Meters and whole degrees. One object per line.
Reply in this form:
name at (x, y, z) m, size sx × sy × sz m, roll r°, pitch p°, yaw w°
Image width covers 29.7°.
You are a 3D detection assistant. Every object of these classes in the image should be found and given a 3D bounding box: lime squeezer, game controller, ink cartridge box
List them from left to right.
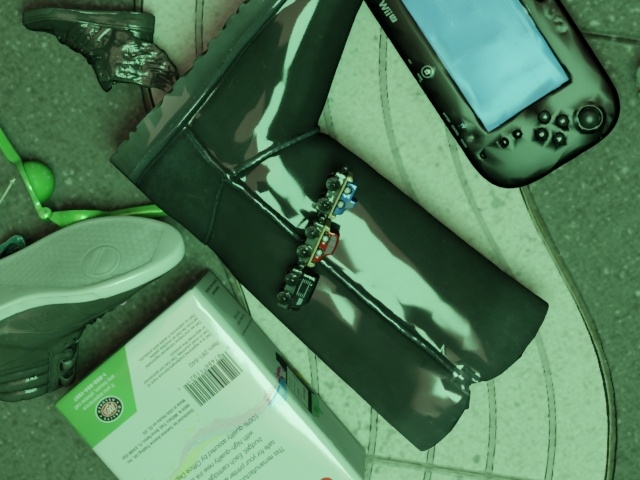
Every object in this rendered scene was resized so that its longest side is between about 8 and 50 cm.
lime squeezer at (-0.277, -0.068, 1.304) m, size 0.310 × 0.059 × 0.110 m, roll 29°, pitch 100°, yaw 0°
ink cartridge box at (-0.112, 0.205, 1.304) m, size 0.201 × 0.117 × 0.278 m, roll -40°, pitch 94°, yaw 9°
game controller at (0.168, -0.213, 1.247) m, size 0.166 × 0.067 × 0.319 m, roll -33°, pitch 95°, yaw 8°

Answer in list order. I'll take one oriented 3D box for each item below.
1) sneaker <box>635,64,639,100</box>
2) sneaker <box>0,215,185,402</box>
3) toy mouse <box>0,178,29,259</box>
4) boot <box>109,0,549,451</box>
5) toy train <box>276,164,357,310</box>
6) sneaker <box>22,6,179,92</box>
sneaker at (0.415, -0.123, 1.242) m, size 0.215 × 0.084 × 0.083 m, roll 36°, pitch 97°, yaw -12°
sneaker at (-0.266, 0.076, 1.291) m, size 0.296 × 0.104 × 0.147 m, roll -21°, pitch 135°, yaw 4°
toy mouse at (-0.374, 0.022, 1.335) m, size 0.161 × 0.031 × 0.143 m, roll -21°, pitch 102°, yaw 9°
boot at (0.062, -0.052, 1.234) m, size 0.445 × 0.146 × 0.367 m, roll 43°, pitch 108°, yaw -1°
toy train at (0.000, 0.000, 1.179) m, size 0.036 × 0.027 × 0.158 m, roll 23°, pitch 108°, yaw -3°
sneaker at (-0.233, -0.199, 1.283) m, size 0.170 × 0.051 × 0.089 m, roll 2°, pitch 94°, yaw 0°
